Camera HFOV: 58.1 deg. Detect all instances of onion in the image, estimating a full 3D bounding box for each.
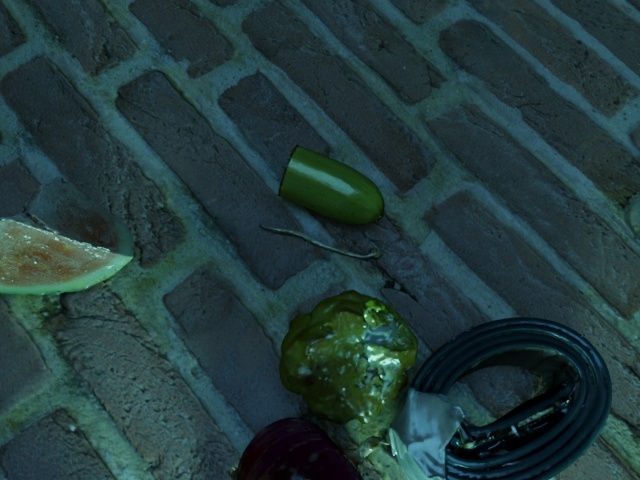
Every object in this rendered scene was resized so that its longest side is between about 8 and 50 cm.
[{"bbox_3d":[-0.028,0.442,1.027,0.256,0.230,0.272,23,74,5],"label":"onion"}]

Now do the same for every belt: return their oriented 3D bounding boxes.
[{"bbox_3d":[0.346,0.329,1.135,0.437,0.173,0.300,-23,62,-17],"label":"belt"}]

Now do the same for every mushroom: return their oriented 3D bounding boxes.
[{"bbox_3d":[-0.001,0.005,1.324,0.286,0.026,0.028,12,51,2],"label":"mushroom"}]

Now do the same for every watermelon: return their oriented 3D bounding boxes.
[{"bbox_3d":[-0.558,0.007,1.179,0.310,0.231,0.193,-4,32,11],"label":"watermelon"}]

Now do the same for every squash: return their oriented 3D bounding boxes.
[{"bbox_3d":[0.035,-0.116,1.322,0.247,0.132,0.132,23,67,3],"label":"squash"}]

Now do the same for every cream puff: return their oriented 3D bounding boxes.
[{"bbox_3d":[0.049,0.222,1.147,0.282,0.185,0.281,-2,97,-15],"label":"cream puff"}]
